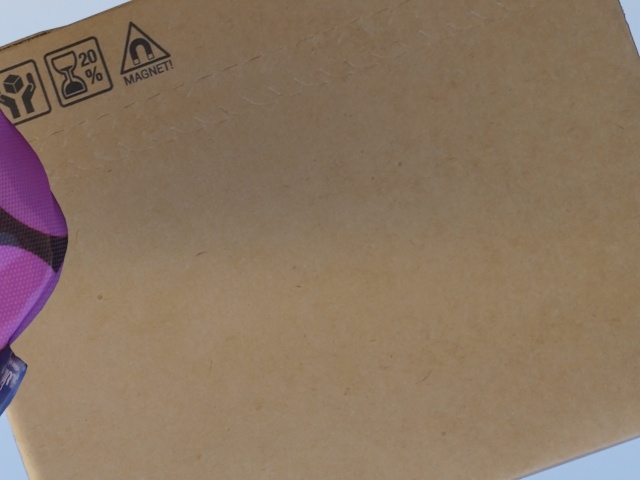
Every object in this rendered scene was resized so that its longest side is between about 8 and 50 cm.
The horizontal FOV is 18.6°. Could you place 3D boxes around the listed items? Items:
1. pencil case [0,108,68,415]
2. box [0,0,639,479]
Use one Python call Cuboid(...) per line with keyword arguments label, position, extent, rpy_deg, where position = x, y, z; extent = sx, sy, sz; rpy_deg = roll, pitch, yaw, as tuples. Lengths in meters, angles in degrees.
Cuboid(label="pencil case", position=(-0.139, -0.048, 0.414), extent=(0.098, 0.209, 0.095), rpy_deg=(-46, -148, -23))
Cuboid(label="box", position=(0.000, 0.000, 0.546), extent=(0.201, 0.164, 0.021), rpy_deg=(-20, 177, 4))
